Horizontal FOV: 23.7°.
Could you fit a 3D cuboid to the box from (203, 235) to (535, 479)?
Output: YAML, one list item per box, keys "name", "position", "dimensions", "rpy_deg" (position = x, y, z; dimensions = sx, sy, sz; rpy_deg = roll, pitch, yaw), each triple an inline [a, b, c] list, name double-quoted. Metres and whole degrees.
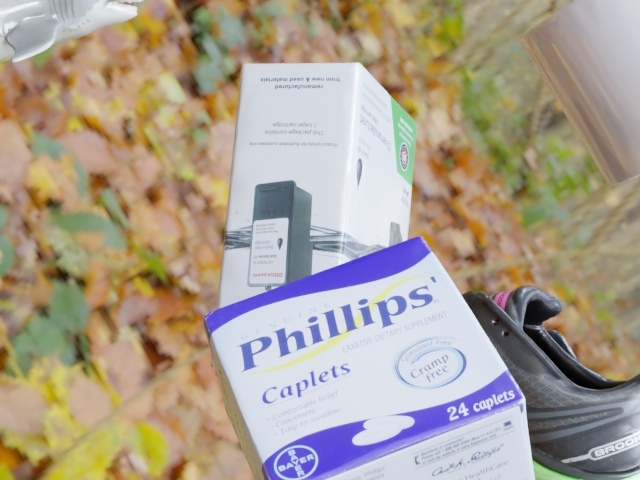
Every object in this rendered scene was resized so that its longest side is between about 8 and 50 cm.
- name: "box"
  position: [0.021, 0.080, 0.755]
  dimensions: [0.137, 0.126, 0.072]
  rpy_deg: [-119, -167, -50]

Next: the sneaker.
- name: "sneaker"
  position: [0.164, 0.129, 1.668]
  dimensions: [0.483, 0.202, 0.185]
  rpy_deg: [20, 9, 18]

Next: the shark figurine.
- name: "shark figurine"
  position: [-0.261, -0.167, 1.082]
  dimensions: [0.278, 0.166, 0.116]
  rpy_deg: [-29, 104, -45]

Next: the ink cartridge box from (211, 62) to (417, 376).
- name: "ink cartridge box"
  position: [0.000, 0.000, 1.036]
  dimensions: [0.153, 0.087, 0.208]
  rpy_deg: [33, 61, -68]

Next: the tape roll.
- name: "tape roll"
  position: [0.331, -0.183, 1.421]
  dimensions: [0.169, 0.246, 0.246]
  rpy_deg: [59, 8, -1]
